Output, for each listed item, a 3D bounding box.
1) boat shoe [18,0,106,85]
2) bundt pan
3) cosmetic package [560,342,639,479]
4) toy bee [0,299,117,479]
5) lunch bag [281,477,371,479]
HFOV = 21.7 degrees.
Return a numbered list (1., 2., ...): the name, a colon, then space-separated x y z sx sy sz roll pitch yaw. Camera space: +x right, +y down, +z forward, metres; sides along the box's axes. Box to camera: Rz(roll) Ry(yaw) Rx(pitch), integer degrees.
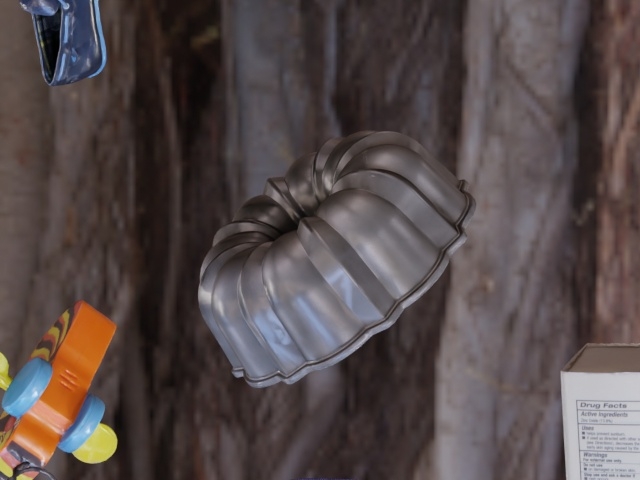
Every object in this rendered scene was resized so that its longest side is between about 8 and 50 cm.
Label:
1. boat shoe: -0.335 -0.307 2.110 0.089 0.258 0.109 -32 -144 -28
2. bundt pan: 0.000 0.000 1.800 0.331 0.124 0.331 -33 -159 14
3. cosmetic package: 0.327 0.256 1.642 0.153 0.296 0.129 0 -170 20
4. toy bee: -0.333 0.201 1.853 0.162 0.195 0.298 -36 -176 33
5. lunch bag: -0.054 0.344 1.146 0.385 0.328 0.239 0 154 -41
